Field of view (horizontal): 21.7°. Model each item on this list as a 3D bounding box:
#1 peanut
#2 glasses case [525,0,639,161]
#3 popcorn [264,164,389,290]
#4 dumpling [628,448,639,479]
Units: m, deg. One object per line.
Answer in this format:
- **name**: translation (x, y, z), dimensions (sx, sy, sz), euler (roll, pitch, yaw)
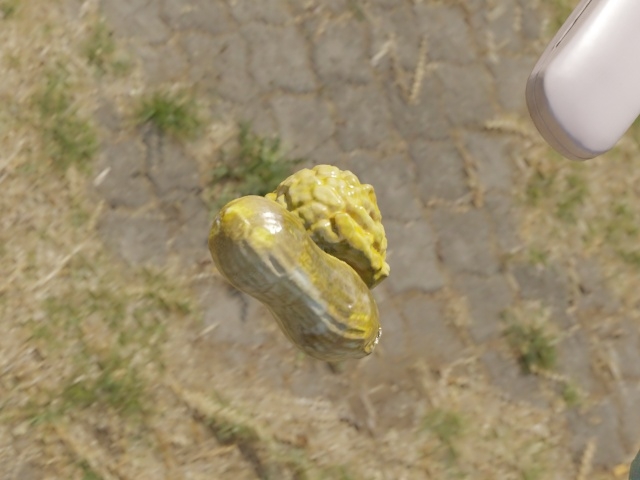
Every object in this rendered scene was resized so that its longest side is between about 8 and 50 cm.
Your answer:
- **peanut**: translation (-0.021, 0.038, 1.458), dimensions (0.206, 0.087, 0.087), euler (43, 50, -35)
- **glasses case**: translation (0.310, -0.203, 1.739), dimensions (0.113, 0.075, 0.297), euler (49, 56, -16)
- **popcorn**: translation (0.000, 0.000, 2.005), dimensions (0.180, 0.180, 0.170), euler (36, 63, -15)
- **dumpling**: translation (0.363, 0.219, 1.504), dimensions (0.149, 0.105, 0.217), euler (-21, 107, -3)
